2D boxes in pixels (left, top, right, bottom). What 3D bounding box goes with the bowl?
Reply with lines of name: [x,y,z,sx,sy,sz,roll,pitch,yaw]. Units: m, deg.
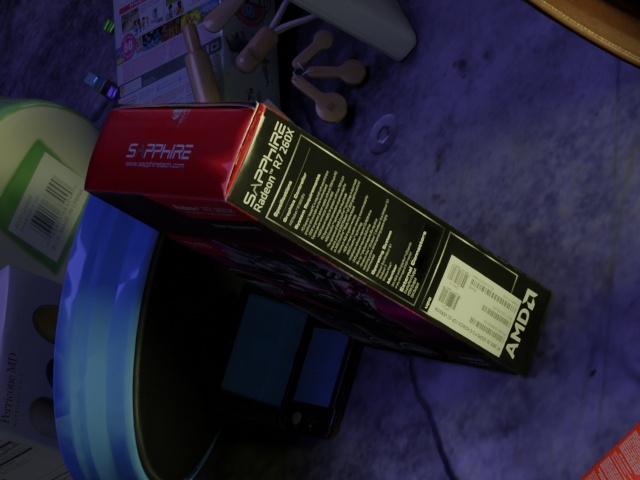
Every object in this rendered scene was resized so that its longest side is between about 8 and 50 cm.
bowl: [-0.153,0.073,1.523,0.077,0.391,0.391,9,73,14]

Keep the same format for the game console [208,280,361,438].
game console: [-0.032,0.120,1.547,0.124,0.085,0.144,3,73,53]

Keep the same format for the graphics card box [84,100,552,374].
graphics card box: [0.000,0.000,1.330,0.233,0.371,0.094,5,70,52]

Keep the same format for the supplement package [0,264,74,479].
supplement package: [-0.303,0.187,1.700,0.198,0.263,0.199,-29,50,40]

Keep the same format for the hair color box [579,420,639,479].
hair color box: [0.244,0.196,1.160,0.141,0.072,0.043,-48,39,21]

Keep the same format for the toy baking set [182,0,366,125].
toy baking set: [-0.060,-0.212,1.711,0.197,0.030,0.256,-19,73,-4]

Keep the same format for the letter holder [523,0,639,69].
letter holder: [0.242,-0.298,1.254,0.152,0.302,0.214,-26,51,41]

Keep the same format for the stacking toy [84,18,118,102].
stacking toy: [-0.292,-0.211,2.111,0.167,0.052,0.221,-60,34,5]

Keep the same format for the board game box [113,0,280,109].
board game box: [-0.156,-0.241,1.850,0.224,0.097,0.303,-16,74,46]

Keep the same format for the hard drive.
hard drive: [-0.044,-0.322,1.628,0.040,0.307,0.203,-48,39,23]

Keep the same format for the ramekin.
ramekin: [-0.393,-0.043,1.934,0.148,0.303,0.303,0,70,44]
